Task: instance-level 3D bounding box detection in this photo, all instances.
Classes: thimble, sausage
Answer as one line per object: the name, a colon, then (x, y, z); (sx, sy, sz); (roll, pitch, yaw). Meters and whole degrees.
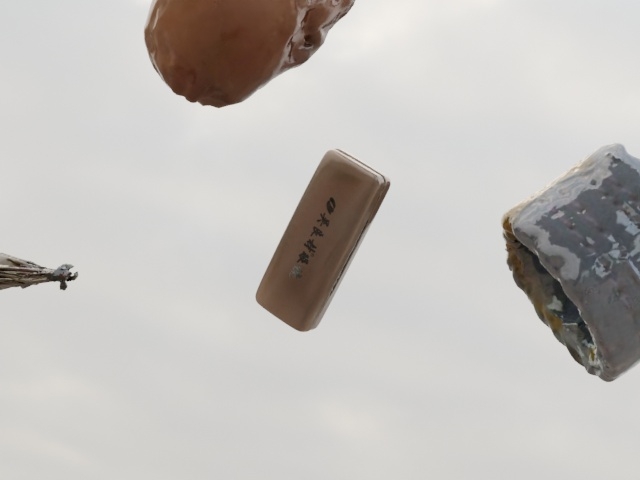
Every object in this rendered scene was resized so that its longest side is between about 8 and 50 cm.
thimble: (0.217, 0.016, 1.132); (0.151, 0.118, 0.127); (54, -7, 21)
sausage: (0.030, -0.168, 0.600); (0.078, 0.304, 0.078); (27, -32, 19)

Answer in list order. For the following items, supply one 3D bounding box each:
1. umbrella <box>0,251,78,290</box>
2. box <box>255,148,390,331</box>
umbrella: (-0.157, 0.018, 0.785); (0.083, 0.020, 0.031); (7, -5, 43)
box: (0.000, 0.000, 0.967); (0.048, 0.115, 0.025); (33, 13, 22)
